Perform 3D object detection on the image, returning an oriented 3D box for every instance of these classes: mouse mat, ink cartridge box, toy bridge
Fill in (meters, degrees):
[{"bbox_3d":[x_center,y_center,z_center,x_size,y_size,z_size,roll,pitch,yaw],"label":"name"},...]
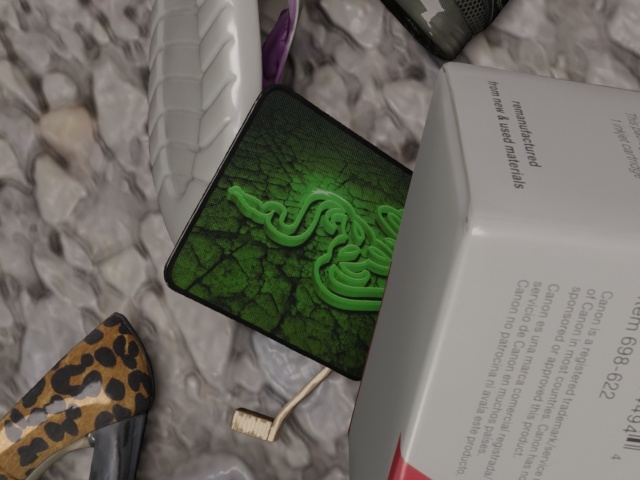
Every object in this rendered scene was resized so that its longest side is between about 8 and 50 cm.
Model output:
[{"bbox_3d":[0.000,0.000,0.761,0.007,0.190,0.152,24,85,57],"label":"mouse mat"},{"bbox_3d":[0.225,0.087,0.586,0.385,0.160,0.279,8,123,-5],"label":"ink cartridge box"},{"bbox_3d":[-0.007,0.057,0.811,0.063,0.026,0.188,18,85,10],"label":"toy bridge"}]

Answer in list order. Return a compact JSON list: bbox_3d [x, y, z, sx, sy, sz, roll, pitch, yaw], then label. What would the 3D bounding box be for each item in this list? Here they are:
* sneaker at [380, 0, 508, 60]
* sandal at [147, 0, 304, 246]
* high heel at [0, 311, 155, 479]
[{"bbox_3d":[0.063,-0.254,0.815,0.130,0.087,0.227,-42,80,0],"label":"sneaker"},{"bbox_3d":[-0.059,-0.189,0.810,0.102,0.169,0.416,0,84,-25],"label":"sandal"},{"bbox_3d":[-0.255,0.132,0.808,0.261,0.093,0.186,8,86,-2],"label":"high heel"}]
